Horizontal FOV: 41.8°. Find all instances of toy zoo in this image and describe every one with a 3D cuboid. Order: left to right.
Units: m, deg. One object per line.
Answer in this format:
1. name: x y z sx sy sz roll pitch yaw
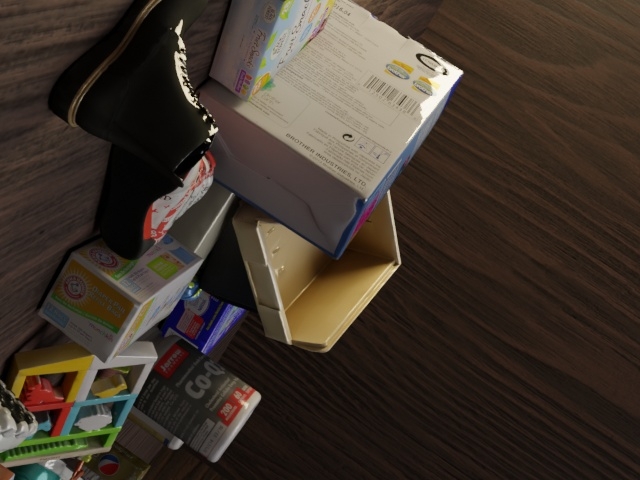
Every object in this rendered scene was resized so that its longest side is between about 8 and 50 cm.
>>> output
1. toy zoo: -0.350 0.221 1.176 0.192 0.030 0.293 -1 137 -35

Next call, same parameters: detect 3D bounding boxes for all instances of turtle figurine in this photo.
1. turtle figurine: -0.390 0.253 1.409 0.217 0.087 0.269 -61 -163 20

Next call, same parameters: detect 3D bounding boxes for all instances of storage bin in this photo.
1. storage bin: 0.000 0.000 1.353 0.260 0.123 0.262 -47 139 -38

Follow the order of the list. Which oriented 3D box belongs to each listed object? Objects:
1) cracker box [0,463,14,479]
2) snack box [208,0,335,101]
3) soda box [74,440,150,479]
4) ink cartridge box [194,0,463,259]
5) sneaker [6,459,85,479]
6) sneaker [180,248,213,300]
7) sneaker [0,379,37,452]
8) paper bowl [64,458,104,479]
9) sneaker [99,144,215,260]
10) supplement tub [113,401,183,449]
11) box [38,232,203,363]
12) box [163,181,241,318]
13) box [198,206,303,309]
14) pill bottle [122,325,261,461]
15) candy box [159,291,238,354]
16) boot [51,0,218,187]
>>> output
1. cracker box: -0.486 0.391 1.091 0.155 0.067 0.232 -53 176 -46
2. snack box: -0.043 -0.301 1.069 0.207 0.070 0.174 -50 174 -38
3. soda box: -0.424 0.415 1.629 0.058 0.181 0.061 -55 176 -2
4. ink cartridge box: 0.026 -0.202 1.229 0.395 0.270 0.151 -53 174 -37
5. sneaker: -0.499 0.454 1.432 0.178 0.124 0.295 -59 170 -24
6. sneaker: -0.241 0.034 1.583 0.067 0.078 0.188 68 30 -41
7. sneaker: -0.387 0.190 0.845 0.118 0.110 0.292 -48 168 -3
8. paper bowl: -0.542 0.568 1.737 0.284 0.148 0.284 -56 177 -5
9. sneaker: -0.178 -0.097 1.006 0.145 0.090 0.270 -53 179 -42
10. supplement tub: -0.344 0.331 1.778 0.144 0.200 0.144 -54 176 -5
11. box: -0.259 0.059 1.115 0.103 0.114 0.203 -56 177 20
12. box: -0.213 -0.009 1.272 0.275 0.094 0.113 -56 177 10
13. box: -0.078 -0.026 1.623 0.312 0.179 0.343 101 9 -82
14. pill bottle: -0.273 0.287 1.639 0.161 0.283 0.161 -55 176 -6
15. candy box: -0.228 0.114 1.964 0.268 0.122 0.317 -58 174 25
16. boot: -0.129 -0.149 0.776 0.198 0.137 0.077 -55 176 -21
